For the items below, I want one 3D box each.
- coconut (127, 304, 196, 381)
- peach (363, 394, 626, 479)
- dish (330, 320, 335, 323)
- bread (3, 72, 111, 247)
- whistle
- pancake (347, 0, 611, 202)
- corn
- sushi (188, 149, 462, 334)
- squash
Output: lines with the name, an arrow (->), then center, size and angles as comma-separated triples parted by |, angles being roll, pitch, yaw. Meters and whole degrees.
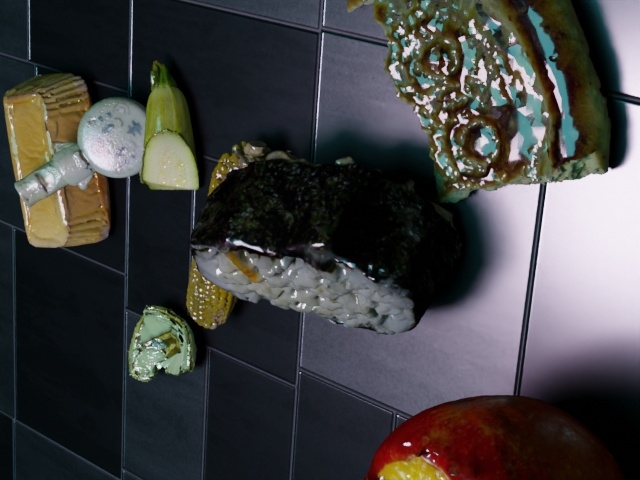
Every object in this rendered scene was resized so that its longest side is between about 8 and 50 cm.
coconut -> -0.248, 0.162, 2.106 | 0.158, 0.055, 0.133 | -2, 100, 41
peach -> 0.220, 0.371, 1.575 | 0.335, 0.310, 0.406 | 5, 113, 46
dish -> -0.011, 0.063, 1.865 | 0.137, 0.039, 0.091 | 35, 158, 32
bread -> -0.430, -0.127, 2.144 | 0.152, 0.119, 0.288 | 0, 103, 39
whistle -> -0.353, -0.134, 2.037 | 0.258, 0.067, 0.126 | -31, 96, 0
pancake -> 0.176, -0.234, 1.598 | 0.305, 0.067, 0.427 | -30, 82, 43
corn -> -0.133, -0.011, 1.927 | 0.097, 0.097, 0.320 | 37, 126, 29
sushi -> 0.000, 0.000, 1.724 | 0.350, 0.171, 0.211 | 10, 152, 29
squash -> -0.232, -0.170, 1.980 | 0.090, 0.075, 0.200 | 0, 103, 24
